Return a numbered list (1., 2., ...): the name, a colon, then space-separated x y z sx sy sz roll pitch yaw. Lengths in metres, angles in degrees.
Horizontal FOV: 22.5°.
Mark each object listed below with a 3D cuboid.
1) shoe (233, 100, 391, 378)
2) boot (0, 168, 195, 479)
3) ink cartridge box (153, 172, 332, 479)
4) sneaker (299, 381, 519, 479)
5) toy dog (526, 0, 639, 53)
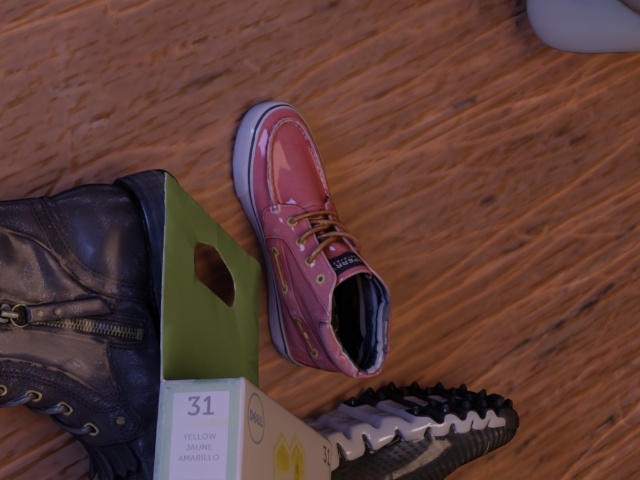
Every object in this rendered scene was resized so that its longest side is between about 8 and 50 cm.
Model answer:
1. shoe: 0.000 0.000 1.011 0.063 0.081 0.178 -19 108 -33
2. boot: -0.183 0.078 0.900 0.229 0.091 0.263 -8 98 -29
3. ink cartridge box: -0.041 0.098 0.899 0.171 0.056 0.235 50 40 -65
4. sneaker: 0.030 0.159 1.064 0.234 0.078 0.106 -10 106 -31
5. toy dog: 0.177 -0.300 0.916 0.408 0.395 0.285 34 86 -43
